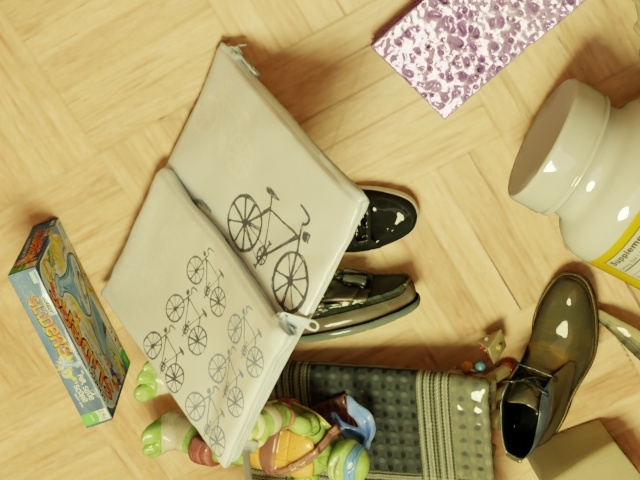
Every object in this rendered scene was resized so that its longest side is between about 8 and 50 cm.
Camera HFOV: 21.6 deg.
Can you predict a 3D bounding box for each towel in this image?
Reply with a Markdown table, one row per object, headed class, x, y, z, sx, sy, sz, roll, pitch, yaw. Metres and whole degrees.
| class | x | y | z | sx | sy | sz | roll | pitch | yaw |
| --- | --- | --- | --- | --- | --- | --- | --- | --- | --- |
| towel | 0.060 | 0.291 | 1.963 | 0.312 | 0.056 | 0.324 | 2 | 111 | 17 |

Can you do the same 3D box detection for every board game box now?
| class | x | y | z | sx | sy | sz | roll | pitch | yaw |
| --- | --- | --- | --- | --- | --- | --- | --- | --- | --- |
| board game box | -0.279 | 0.092 | 1.881 | 0.035 | 0.136 | 0.201 | -19 | 112 | 11 |

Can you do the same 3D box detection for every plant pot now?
| class | x | y | z | sx | sy | sz | roll | pitch | yaw |
| --- | --- | --- | --- | --- | --- | --- | --- | --- | --- |
| plant pot | 0.315 | 0.274 | 1.949 | 0.096 | 0.109 | 0.109 | -39 | 107 | 5 |

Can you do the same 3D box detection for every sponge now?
| class | x | y | z | sx | sy | sz | roll | pitch | yaw |
| --- | --- | --- | --- | --- | --- | --- | --- | --- | --- |
| sponge | 0.167 | -0.234 | 1.765 | 0.210 | 0.031 | 0.117 | -40 | 106 | 18 |

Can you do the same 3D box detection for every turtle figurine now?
| class | x | y | z | sx | sy | sz | roll | pitch | yaw |
| --- | --- | --- | --- | --- | --- | --- | --- | --- | --- |
| turtle figurine | -0.101 | 0.249 | 1.838 | 0.266 | 0.198 | 0.275 | 21 | 74 | 29 |

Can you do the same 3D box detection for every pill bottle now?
| class | x | y | z | sx | sy | sz | roll | pitch | yaw |
| --- | --- | --- | --- | --- | --- | --- | --- | --- | --- |
| pill bottle | 0.374 | -0.033 | 1.758 | 0.333 | 0.188 | 0.188 | 27 | 113 | -8 |

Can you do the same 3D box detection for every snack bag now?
| class | x | y | z | sx | sy | sz | roll | pitch | yaw |
| --- | --- | --- | --- | --- | --- | --- | --- | --- | --- |
| snack bag | -0.099 | 0.008 | 1.755 | 0.037 | 0.323 | 0.343 | 8 | 120 | -39 |

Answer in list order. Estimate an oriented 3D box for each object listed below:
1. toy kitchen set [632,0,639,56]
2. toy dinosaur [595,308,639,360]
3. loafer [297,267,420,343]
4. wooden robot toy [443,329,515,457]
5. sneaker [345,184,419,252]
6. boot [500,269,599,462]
| class | x | y | z | sx | sy | sz | roll | pitch | yaw |
| --- | --- | --- | --- | --- | --- | --- | --- | --- | --- |
| toy kitchen set | 0.341 | -0.277 | 1.673 | 0.122 | 0.166 | 0.207 | -29 | 143 | -1 |
| toy dinosaur | 0.421 | 0.135 | 1.902 | 0.268 | 0.064 | 0.118 | 43 | 116 | -11 |
| loafer | -0.025 | 0.067 | 1.882 | 0.267 | 0.096 | 0.084 | -13 | 107 | 11 |
| wooden robot toy | 0.175 | 0.174 | 1.943 | 0.079 | 0.076 | 0.173 | 17 | 120 | 35 |
| sneaker | 0.000 | 0.000 | 1.831 | 0.216 | 0.121 | 0.079 | -4 | 115 | 5 |
| boot | 0.257 | 0.147 | 1.881 | 0.082 | 0.106 | 0.219 | 17 | 116 | 17 |
